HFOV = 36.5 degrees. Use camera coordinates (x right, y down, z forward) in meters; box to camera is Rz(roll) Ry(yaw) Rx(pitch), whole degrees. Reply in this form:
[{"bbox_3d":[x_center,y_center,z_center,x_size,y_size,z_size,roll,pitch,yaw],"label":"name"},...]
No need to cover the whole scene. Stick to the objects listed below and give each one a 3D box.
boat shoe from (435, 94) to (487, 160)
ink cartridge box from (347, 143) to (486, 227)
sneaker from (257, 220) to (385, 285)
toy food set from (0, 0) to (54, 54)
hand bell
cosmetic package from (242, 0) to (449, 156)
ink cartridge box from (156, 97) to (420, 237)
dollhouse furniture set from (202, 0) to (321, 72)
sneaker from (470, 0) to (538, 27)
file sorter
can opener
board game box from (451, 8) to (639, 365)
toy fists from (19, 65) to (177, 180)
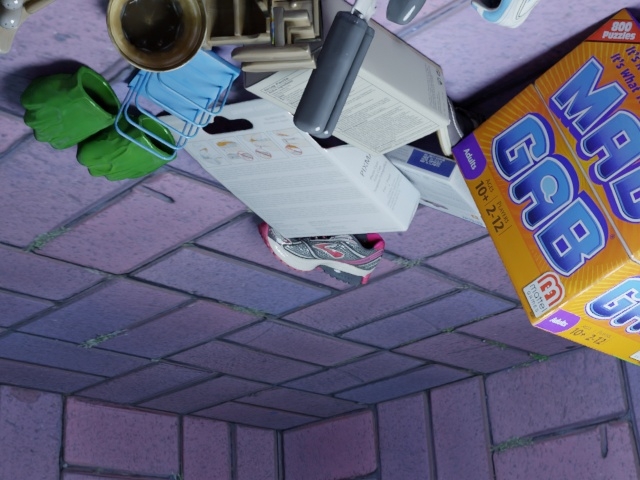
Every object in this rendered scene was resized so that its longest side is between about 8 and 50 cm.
[{"bbox_3d":[0.254,-0.183,1.685,0.092,0.103,0.285,-19,154,14],"label":"boat shoe"},{"bbox_3d":[0.187,-0.113,1.760,0.223,0.045,0.224,23,171,32],"label":"ink cartridge box"},{"bbox_3d":[0.000,0.000,2.074,0.299,0.121,0.112,15,122,-34],"label":"sneaker"},{"bbox_3d":[-0.386,-0.344,1.223,0.306,0.092,0.219,-19,153,31],"label":"toy food set"},{"bbox_3d":[-0.244,-0.291,1.297,0.126,0.126,0.242,8,-172,-24],"label":"hand bell"},{"bbox_3d":[0.044,-0.247,1.481,0.160,0.113,0.309,-21,150,35],"label":"cosmetic package"},{"bbox_3d":[-0.055,-0.142,1.695,0.308,0.091,0.385,-2,146,42],"label":"ink cartridge box"},{"bbox_3d":[-0.089,-0.313,1.197,0.161,0.212,0.242,-2,180,4],"label":"dollhouse furniture set"},{"bbox_3d":[0.283,-0.367,1.278,0.086,0.085,0.237,14,149,-20],"label":"sneaker"},{"bbox_3d":[-0.226,-0.216,1.487,0.118,0.104,0.170,31,144,-21],"label":"file sorter"},{"bbox_3d":[0.061,-0.263,1.280,0.095,0.283,0.076,25,-174,18],"label":"can opener"},{"bbox_3d":[0.498,-0.066,1.549,0.356,0.356,0.356,21,130,-43],"label":"board game box"},{"bbox_3d":[-0.368,-0.186,1.595,0.142,0.096,0.279,-22,150,21],"label":"toy fists"}]
